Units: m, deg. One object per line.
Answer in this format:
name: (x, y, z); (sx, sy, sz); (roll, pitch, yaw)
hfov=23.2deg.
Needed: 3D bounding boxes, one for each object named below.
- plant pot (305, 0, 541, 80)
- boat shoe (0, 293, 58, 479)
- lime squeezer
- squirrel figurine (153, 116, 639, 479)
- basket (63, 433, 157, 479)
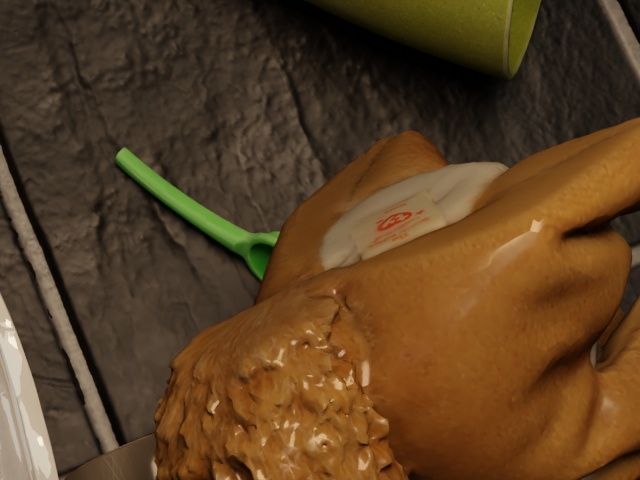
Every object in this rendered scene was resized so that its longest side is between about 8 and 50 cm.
plant pot: (0.023, -0.278, 1.125); (0.294, 0.275, 0.274); (13, 72, 10)
boat shoe: (-0.228, 0.105, 1.062); (0.063, 0.066, 0.184); (-16, 87, -14)
lime squeezer: (0.000, 0.000, 1.129); (0.310, 0.059, 0.110); (8, 73, -6)
squirrel figurine: (0.100, 0.163, 0.968); (0.397, 0.281, 0.370); (-39, 112, -34)
basket: (-0.071, 0.242, 1.001); (0.204, 0.154, 0.226); (-11, 71, -30)
